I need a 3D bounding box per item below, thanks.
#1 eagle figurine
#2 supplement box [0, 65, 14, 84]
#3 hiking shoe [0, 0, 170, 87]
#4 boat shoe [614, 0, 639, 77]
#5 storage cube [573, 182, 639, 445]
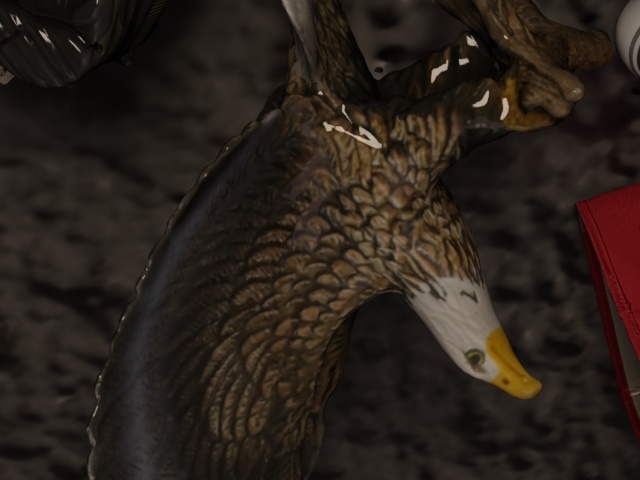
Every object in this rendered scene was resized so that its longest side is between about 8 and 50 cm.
[{"bbox_3d":[0.006,0.008,0.773,0.298,0.225,0.226,-43,139,19],"label":"eagle figurine"},{"bbox_3d":[-0.168,-0.119,0.725,0.098,0.062,0.036,31,121,-34],"label":"supplement box"},{"bbox_3d":[-0.070,-0.175,0.687,0.086,0.114,0.227,30,107,10],"label":"hiking shoe"},{"bbox_3d":[0.264,-0.107,0.818,0.228,0.076,0.080,-10,136,-2],"label":"boat shoe"},{"bbox_3d":[0.269,0.069,0.923,0.193,0.184,0.215,-19,135,5],"label":"storage cube"}]
